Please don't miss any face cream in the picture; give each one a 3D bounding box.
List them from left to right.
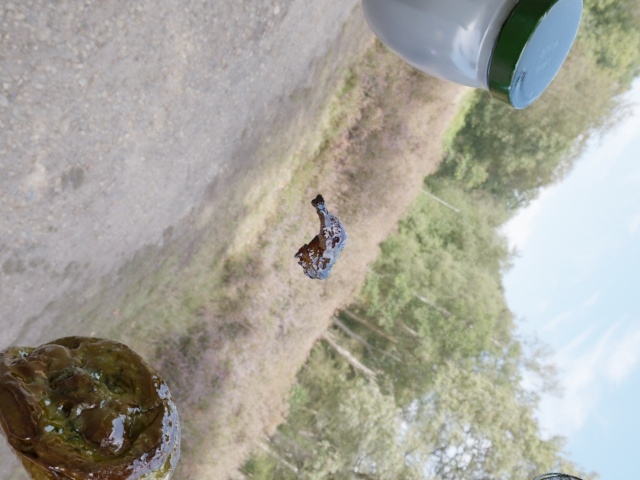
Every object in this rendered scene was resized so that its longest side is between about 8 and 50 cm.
[{"bbox_3d":[0.269,-0.413,0.985,0.313,0.357,0.219,-6,127,-52],"label":"face cream"}]

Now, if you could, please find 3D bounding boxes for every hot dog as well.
[{"bbox_3d":[-0.299,0.209,0.648,0.196,0.272,0.122,-8,132,-54],"label":"hot dog"}]

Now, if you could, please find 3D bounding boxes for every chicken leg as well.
[{"bbox_3d":[0.006,0.001,0.931,0.053,0.093,0.205,-107,-154,-47],"label":"chicken leg"}]

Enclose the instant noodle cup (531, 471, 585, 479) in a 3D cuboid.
[{"bbox_3d":[0.505,0.650,1.027,0.296,0.297,0.213,-40,149,-64],"label":"instant noodle cup"}]
